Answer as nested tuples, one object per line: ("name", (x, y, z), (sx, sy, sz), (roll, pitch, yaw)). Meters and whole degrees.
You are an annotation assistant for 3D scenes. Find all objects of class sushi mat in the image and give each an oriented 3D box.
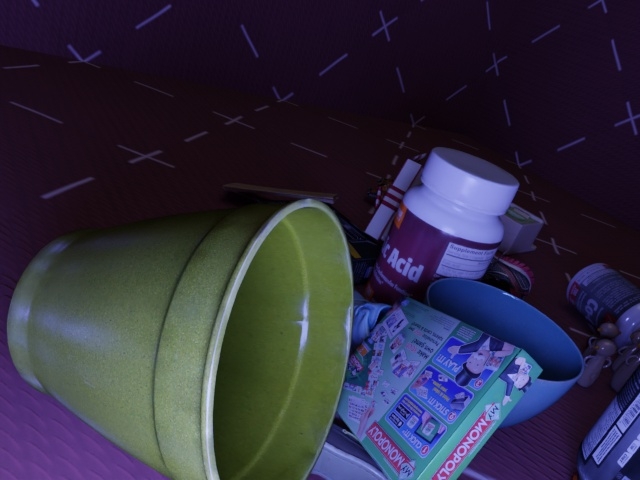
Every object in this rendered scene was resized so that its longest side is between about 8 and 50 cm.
("sushi mat", (-0.109, -0.137, 1.537), (0.316, 0.019, 0.151), (7, 11, 8))

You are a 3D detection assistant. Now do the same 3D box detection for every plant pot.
("plant pot", (-0.183, 0.115, 0.699), (0.352, 0.367, 0.366), (7, 19, 23))
("plant pot", (0.294, 0.229, 0.994), (0.290, 0.196, 0.290), (16, 25, -8))

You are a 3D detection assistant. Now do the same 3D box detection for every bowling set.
("bowling set", (0.721, 0.257, 1.307), (0.286, 0.154, 0.200), (13, 26, -16))

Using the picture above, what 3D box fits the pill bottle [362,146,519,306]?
("pill bottle", (0.251, 0.017, 1.163), (0.223, 0.392, 0.224), (16, 24, -8))

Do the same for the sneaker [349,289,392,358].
("sneaker", (0.104, 0.165, 1.040), (0.135, 0.150, 0.366), (8, 27, -27))

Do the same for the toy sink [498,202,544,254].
("toy sink", (0.692, -0.048, 1.945), (0.234, 0.131, 0.152), (-4, 34, -43))

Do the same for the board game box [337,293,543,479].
("board game box", (0.127, 0.197, 0.749), (0.046, 0.213, 0.317), (43, -6, -16))

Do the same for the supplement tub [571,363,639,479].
("supplement tub", (0.541, 0.317, 0.826), (0.207, 0.338, 0.207), (16, 25, -8))

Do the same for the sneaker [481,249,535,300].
("sneaker", (0.450, 0.075, 1.536), (0.299, 0.121, 0.112), (25, 47, 25))

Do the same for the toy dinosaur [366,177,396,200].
("toy dinosaur", (0.266, -0.137, 1.851), (0.218, 0.164, 0.322), (5, 43, 3))

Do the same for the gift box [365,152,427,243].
("gift box", (0.290, -0.072, 1.473), (0.258, 0.277, 0.255), (30, -2, 20))

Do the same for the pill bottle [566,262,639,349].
("pill bottle", (0.841, 0.201, 1.506), (0.161, 0.161, 0.283), (9, 26, -22))

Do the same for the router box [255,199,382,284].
("router box", (0.000, 0.000, 1.386), (0.242, 0.081, 0.309), (-2, 32, -40))

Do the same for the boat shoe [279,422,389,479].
("boat shoe", (0.042, 0.313, 0.769), (0.227, 0.081, 0.068), (25, 29, 18))
